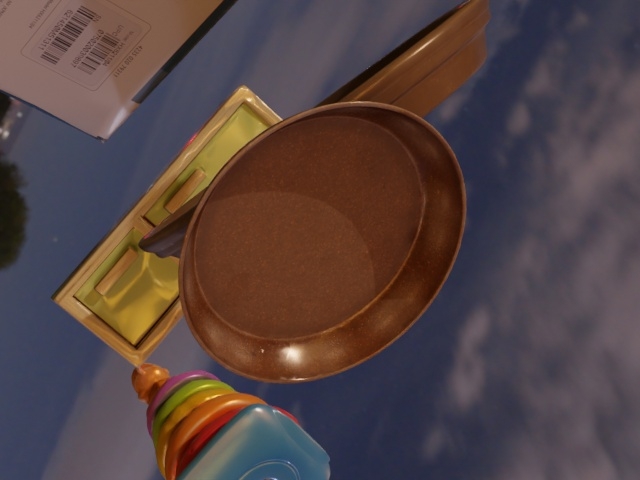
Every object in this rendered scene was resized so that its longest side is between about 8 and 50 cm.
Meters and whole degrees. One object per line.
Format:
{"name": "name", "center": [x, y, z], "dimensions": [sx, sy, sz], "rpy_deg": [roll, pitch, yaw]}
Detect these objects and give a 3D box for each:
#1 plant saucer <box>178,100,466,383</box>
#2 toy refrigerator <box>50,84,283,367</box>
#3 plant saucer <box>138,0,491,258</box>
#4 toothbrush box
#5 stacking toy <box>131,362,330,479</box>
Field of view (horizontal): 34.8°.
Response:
{"name": "plant saucer", "center": [0.000, 0.000, 0.547], "dimensions": [0.168, 0.168, 0.029], "rpy_deg": [-59, -143, 13]}
{"name": "toy refrigerator", "center": [-0.130, -0.015, 0.984], "dimensions": [0.269, 0.102, 0.094], "rpy_deg": [-50, -168, -12]}
{"name": "plant saucer", "center": [0.001, -0.067, 0.677], "dimensions": [0.278, 0.041, 0.278], "rpy_deg": [-35, -173, 5]}
{"name": "toothbrush box", "center": [-0.112, -0.242, 0.591], "dimensions": [0.216, 0.126, 0.295], "rpy_deg": [-39, -139, 33]}
{"name": "stacking toy", "center": [-0.141, 0.218, 1.188], "dimensions": [0.165, 0.175, 0.302], "rpy_deg": [-47, -141, -9]}
